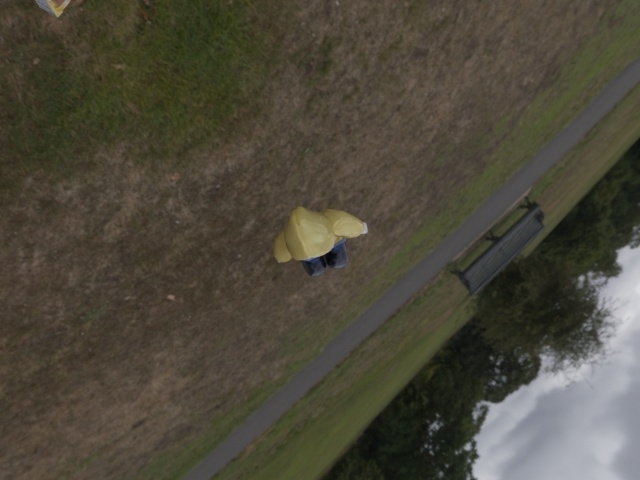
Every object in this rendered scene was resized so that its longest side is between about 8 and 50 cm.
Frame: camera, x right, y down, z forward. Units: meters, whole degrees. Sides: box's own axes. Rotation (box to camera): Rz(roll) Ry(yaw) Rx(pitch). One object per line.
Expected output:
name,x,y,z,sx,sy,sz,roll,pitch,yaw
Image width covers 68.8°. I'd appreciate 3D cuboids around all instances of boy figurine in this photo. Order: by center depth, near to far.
boy figurine,0.000,0.000,0.829,0.177,0.092,0.285,-18,171,1

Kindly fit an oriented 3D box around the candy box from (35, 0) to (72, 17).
candy box,-0.571,-0.573,0.968,0.109,0.053,0.186,-59,179,-14
